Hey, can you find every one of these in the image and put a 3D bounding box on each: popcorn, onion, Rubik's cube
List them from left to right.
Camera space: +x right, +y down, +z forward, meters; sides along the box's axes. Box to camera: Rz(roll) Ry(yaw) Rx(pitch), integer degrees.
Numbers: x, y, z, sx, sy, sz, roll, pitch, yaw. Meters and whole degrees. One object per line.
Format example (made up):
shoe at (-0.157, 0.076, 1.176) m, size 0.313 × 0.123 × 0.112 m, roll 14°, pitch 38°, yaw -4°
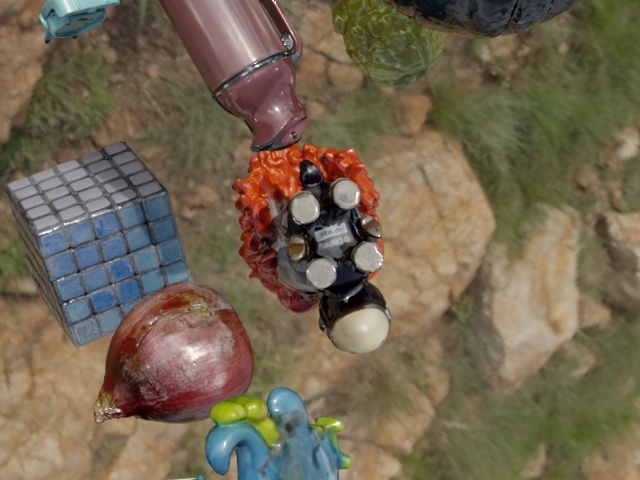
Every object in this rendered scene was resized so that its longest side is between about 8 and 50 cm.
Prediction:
Rubik's cube at (-0.381, 0.003, 1.980) m, size 0.237 × 0.238 × 0.237 m, roll -23°, pitch 123°, yaw -18°
onion at (-0.169, 0.138, 1.260) m, size 0.195 × 0.159 × 0.159 m, roll -30°, pitch 138°, yaw -27°
popcorn at (0.135, -0.391, 2.091) m, size 0.286 × 0.173 × 0.225 m, roll -7°, pitch 90°, yaw -65°

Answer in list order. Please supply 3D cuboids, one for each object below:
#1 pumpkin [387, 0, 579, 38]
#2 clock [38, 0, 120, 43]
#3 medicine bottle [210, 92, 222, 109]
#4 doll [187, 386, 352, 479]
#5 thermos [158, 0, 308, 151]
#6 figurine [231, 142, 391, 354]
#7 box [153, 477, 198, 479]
pumpkin at (0.231, -0.456, 1.604) m, size 0.363 × 0.363 × 0.266 m, roll -32°, pitch 166°, yaw -18°
clock at (-0.384, -0.350, 1.792) m, size 0.108 × 0.045 × 0.147 m, roll -21°, pitch 178°, yaw -34°
medicine bottle at (-0.131, -0.267, 1.558) m, size 0.074 × 0.074 × 0.218 m, roll -32°, pitch 151°, yaw -18°
doll at (-0.055, 0.322, 1.187) m, size 0.346 × 0.099 × 0.341 m, roll 11°, pitch 80°, yaw -49°
thermos at (-0.112, -0.260, 1.407) m, size 0.109 × 0.330 × 0.136 m, roll -29°, pitch -179°, yaw 21°
figurine at (0.005, 0.007, 1.721) m, size 0.241 × 0.412 × 0.306 m, roll -34°, pitch 115°, yaw -4°
box at (-0.297, 0.293, 1.234) m, size 0.265 × 0.048 × 0.273 m, roll 1°, pitch 165°, yaw -30°
